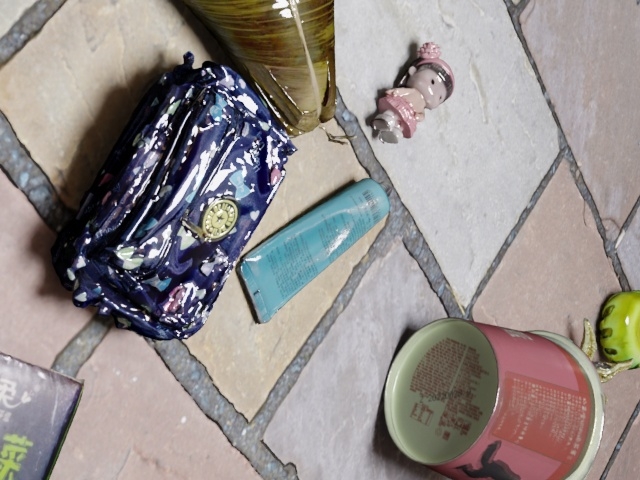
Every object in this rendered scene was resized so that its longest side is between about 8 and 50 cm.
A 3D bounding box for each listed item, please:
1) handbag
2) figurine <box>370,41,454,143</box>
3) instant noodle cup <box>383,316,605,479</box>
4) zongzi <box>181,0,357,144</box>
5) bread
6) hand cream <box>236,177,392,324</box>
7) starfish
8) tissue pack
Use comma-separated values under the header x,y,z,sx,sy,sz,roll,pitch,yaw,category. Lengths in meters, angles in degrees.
x,y,z,sx,sy,sz,roll,pitch,yaw,category
-0.131,-0.037,1.068,0.162,0.113,0.260,38,77,-39,handbag
0.104,-0.169,1.354,0.129,0.054,0.072,-46,115,-23,figurine
0.202,0.201,1.423,0.178,0.234,0.235,24,80,-40,instant noodle cup
-0.091,-0.194,1.105,0.241,0.111,0.248,-15,116,-27,zongzi
0.488,0.136,1.835,0.139,0.071,0.130,-28,115,-39,bread
0.000,0.000,1.283,0.224,0.048,0.083,-37,124,-30,hand cream
0.388,0.197,1.742,0.208,0.053,0.176,-9,117,-42,starfish
-0.308,0.197,0.946,0.173,0.073,0.235,31,75,-48,tissue pack
